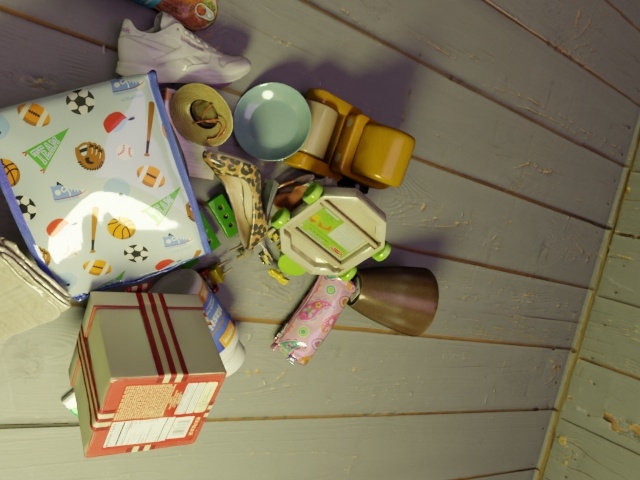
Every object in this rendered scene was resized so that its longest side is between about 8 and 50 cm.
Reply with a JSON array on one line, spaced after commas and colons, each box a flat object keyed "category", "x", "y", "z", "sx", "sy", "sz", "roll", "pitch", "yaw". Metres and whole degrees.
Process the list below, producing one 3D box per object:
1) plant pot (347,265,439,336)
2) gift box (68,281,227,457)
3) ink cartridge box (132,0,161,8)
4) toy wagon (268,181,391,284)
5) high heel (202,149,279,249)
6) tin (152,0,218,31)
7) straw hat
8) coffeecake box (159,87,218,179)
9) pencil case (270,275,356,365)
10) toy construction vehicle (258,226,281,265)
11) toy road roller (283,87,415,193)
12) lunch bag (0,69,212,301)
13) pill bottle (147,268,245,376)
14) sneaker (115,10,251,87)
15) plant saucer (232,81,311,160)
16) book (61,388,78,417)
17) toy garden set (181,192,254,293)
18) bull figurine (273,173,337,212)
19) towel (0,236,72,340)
[{"category": "plant pot", "x": 0.196, "y": 0.164, "z": 1.689, "sx": 0.231, "sy": 0.215, "sz": 0.215, "roll": 14, "pitch": 93, "yaw": -24}, {"category": "gift box", "x": -0.344, "y": 0.257, "z": 1.145, "sx": 0.276, "sy": 0.258, "sz": 0.255, "roll": 10, "pitch": 121, "yaw": -39}, {"category": "ink cartridge box", "x": -0.432, "y": -0.577, "z": 0.969, "sx": 0.395, "sy": 0.285, "sz": 0.166, "roll": 15, "pitch": 93, "yaw": -30}, {"category": "toy wagon", "x": 0.000, "y": 0.000, "z": 1.448, "sx": 0.267, "sy": 0.344, "sz": 0.068, "roll": 39, "pitch": 35, "yaw": -25}, {"category": "high heel", "x": -0.201, "y": -0.090, "z": 1.320, "sx": 0.261, "sy": 0.093, "sz": 0.186, "roll": 28, "pitch": 76, "yaw": -52}, {"category": "tin", "x": -0.315, "y": -0.536, "z": 1.239, "sx": 0.190, "sy": 0.040, "sz": 0.106, "roll": 23, "pitch": 92, "yaw": -36}, {"category": "straw hat", "x": -0.251, "y": -0.281, "z": 1.243, "sx": 0.061, "sy": 0.145, "sz": 0.144, "roll": -67, "pitch": 144, "yaw": -59}, {"category": "coffeecake box", "x": -0.309, "y": -0.242, "z": 1.296, "sx": 0.142, "sy": 0.068, "sz": 0.185, "roll": 5, "pitch": 99, "yaw": -36}, {"category": "pencil case", "x": -0.019, "y": 0.213, "z": 1.586, "sx": 0.124, "sy": 0.124, "sz": 0.284, "roll": 43, "pitch": 78, "yaw": -35}, {"category": "toy construction vehicle", "x": -0.124, "y": 0.022, "z": 1.514, "sx": 0.086, "sy": 0.035, "sz": 0.098, "roll": -36, "pitch": 120, "yaw": -23}, {"category": "toy road roller", "x": 0.090, "y": -0.245, "z": 1.470, "sx": 0.330, "sy": 0.241, "sz": 0.202, "roll": 18, "pitch": 90, "yaw": -37}, {"category": "lunch bag", "x": -0.421, "y": -0.099, "z": 1.115, "sx": 0.328, "sy": 0.239, "sz": 0.385, "roll": -20, "pitch": 106, "yaw": -11}, {"category": "pill bottle", "x": -0.291, "y": 0.210, "z": 1.364, "sx": 0.152, "sy": 0.152, "sz": 0.272, "roll": -44, "pitch": 127, "yaw": -19}, {"category": "sneaker", "x": -0.287, "y": -0.413, "z": 1.232, "sx": 0.305, "sy": 0.114, "sz": 0.152, "roll": -9, "pitch": 114, "yaw": -34}, {"category": "plant saucer", "x": -0.117, "y": -0.289, "z": 1.394, "sx": 0.195, "sy": 0.037, "sz": 0.194, "roll": 0, "pitch": 88, "yaw": 5}, {"category": "book", "x": -0.515, "y": 0.355, "z": 1.325, "sx": 0.144, "sy": 0.035, "sz": 0.096, "roll": -42, "pitch": 116, "yaw": -19}, {"category": "toy garden set", "x": -0.250, "y": -0.005, "z": 1.413, "sx": 0.244, "sy": 0.049, "sz": 0.203, "roll": -39, "pitch": 119, "yaw": -23}, {"category": "bull figurine", "x": 0.010, "y": -0.055, "z": 1.512, "sx": 0.310, "sy": 0.188, "sz": 0.101, "roll": 38, "pitch": 40, "yaw": -29}, {"category": "towel", "x": -0.620, "y": 0.101, "z": 1.069, "sx": 0.187, "sy": 0.282, "sz": 0.049, "roll": 55, "pitch": 28, "yaw": -31}]
